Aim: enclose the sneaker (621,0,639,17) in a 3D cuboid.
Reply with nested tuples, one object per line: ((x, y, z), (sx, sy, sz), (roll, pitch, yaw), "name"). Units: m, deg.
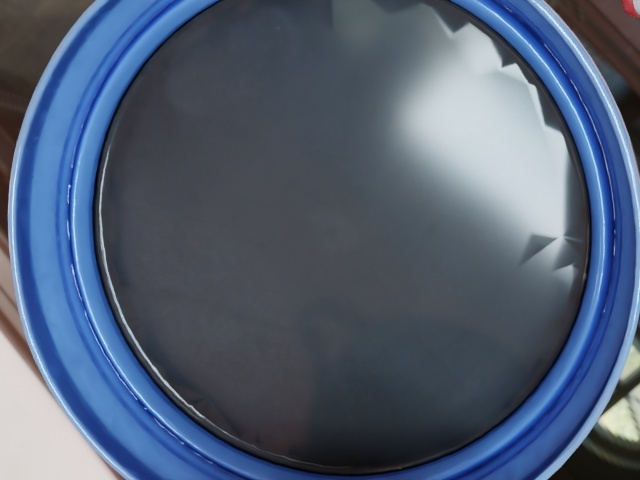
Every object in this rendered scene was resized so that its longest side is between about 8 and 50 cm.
((0.191, -0.157, 0.596), (0.067, 0.042, 0.118), (5, -126, 44), "sneaker")

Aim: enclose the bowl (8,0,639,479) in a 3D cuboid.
((0.000, 0.000, 0.733), (0.391, 0.391, 0.077), (-44, 178, 16), "bowl")
